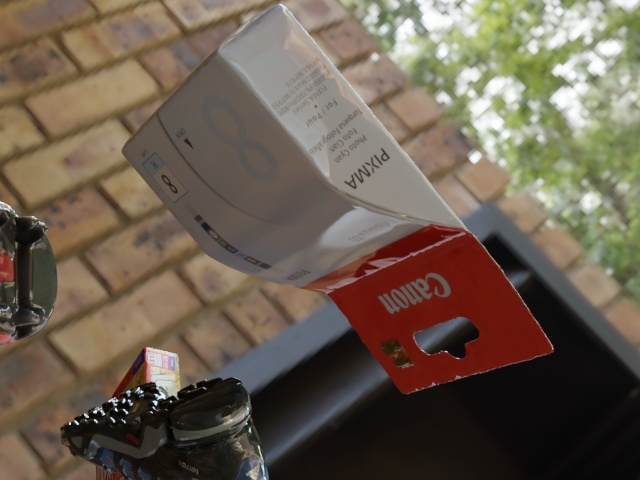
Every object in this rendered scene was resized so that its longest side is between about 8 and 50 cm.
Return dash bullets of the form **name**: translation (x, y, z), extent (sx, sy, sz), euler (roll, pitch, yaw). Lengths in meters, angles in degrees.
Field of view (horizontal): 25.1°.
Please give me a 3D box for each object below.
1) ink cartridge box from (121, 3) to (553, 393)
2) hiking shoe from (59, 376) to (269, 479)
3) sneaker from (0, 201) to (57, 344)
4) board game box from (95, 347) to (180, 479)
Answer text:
- **ink cartridge box**: translation (0.000, 0.000, 1.333), extent (0.091, 0.385, 0.308), euler (-41, 5, -26)
- **hiking shoe**: translation (-0.155, 0.212, 1.373), extent (0.113, 0.132, 0.304), euler (-26, 8, -31)
- **sneaker**: translation (-0.281, 0.005, 0.809), extent (0.135, 0.098, 0.276), euler (-13, -23, 30)
- **board game box**: translation (-0.196, 0.237, 1.559), extent (0.045, 0.193, 0.147), euler (15, -49, -25)
